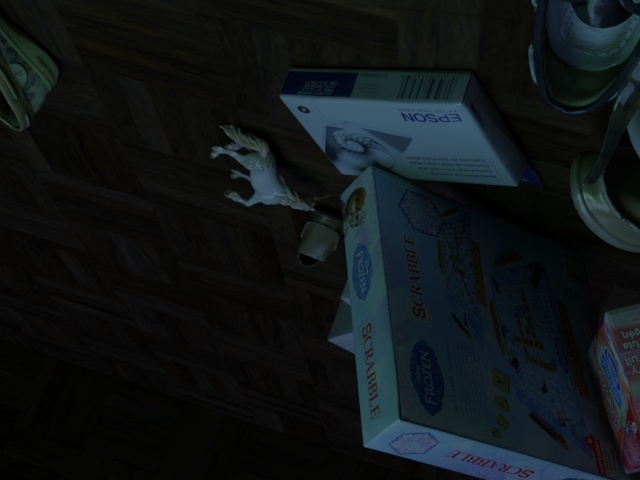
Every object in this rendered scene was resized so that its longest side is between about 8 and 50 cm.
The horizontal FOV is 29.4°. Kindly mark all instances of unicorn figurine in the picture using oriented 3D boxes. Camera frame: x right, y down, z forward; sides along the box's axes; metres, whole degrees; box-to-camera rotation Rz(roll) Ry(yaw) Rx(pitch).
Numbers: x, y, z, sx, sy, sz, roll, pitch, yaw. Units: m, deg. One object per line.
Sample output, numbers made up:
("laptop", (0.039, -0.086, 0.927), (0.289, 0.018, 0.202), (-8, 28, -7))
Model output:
("unicorn figurine", (-0.070, -0.078, 1.520), (0.111, 0.060, 0.162), (12, 159, 25))

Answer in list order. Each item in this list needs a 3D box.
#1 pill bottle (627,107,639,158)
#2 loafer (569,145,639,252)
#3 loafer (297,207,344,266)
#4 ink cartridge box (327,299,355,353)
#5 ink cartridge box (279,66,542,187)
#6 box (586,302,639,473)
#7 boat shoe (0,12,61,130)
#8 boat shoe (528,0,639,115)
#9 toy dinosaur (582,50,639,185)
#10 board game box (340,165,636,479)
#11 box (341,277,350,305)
("pill bottle", (0.372, -0.043, 1.007), (0.162, 0.162, 0.278), (4, 150, 39))
("loafer", (0.357, -0.035, 1.173), (0.268, 0.102, 0.092), (15, 152, -27))
("loafer", (0.000, 0.000, 1.669), (0.056, 0.050, 0.148), (20, 160, 2))
("ink cartridge box", (0.216, 0.153, 1.755), (0.353, 0.119, 0.207), (27, 158, -19))
("ink cartridge box", (0.100, -0.105, 1.306), (0.223, 0.045, 0.224), (6, 156, 34))
("box", (0.440, 0.122, 1.232), (0.299, 0.142, 0.154), (-13, 158, -1))
("boat shoe", (-0.418, -0.235, 1.405), (0.104, 0.089, 0.285), (3, 153, 42))
("boat shoe", (0.216, -0.192, 0.897), (0.114, 0.091, 0.302), (15, 160, 14))
("toy dinosaur", (0.272, -0.154, 0.856), (0.118, 0.064, 0.268), (-5, 132, -24))
("board game box", (0.176, 0.105, 1.317), (0.318, 0.319, 0.066), (20, 136, -28))
("box", (0.133, 0.040, 1.527), (0.170, 0.130, 0.091), (2, 153, 42))
